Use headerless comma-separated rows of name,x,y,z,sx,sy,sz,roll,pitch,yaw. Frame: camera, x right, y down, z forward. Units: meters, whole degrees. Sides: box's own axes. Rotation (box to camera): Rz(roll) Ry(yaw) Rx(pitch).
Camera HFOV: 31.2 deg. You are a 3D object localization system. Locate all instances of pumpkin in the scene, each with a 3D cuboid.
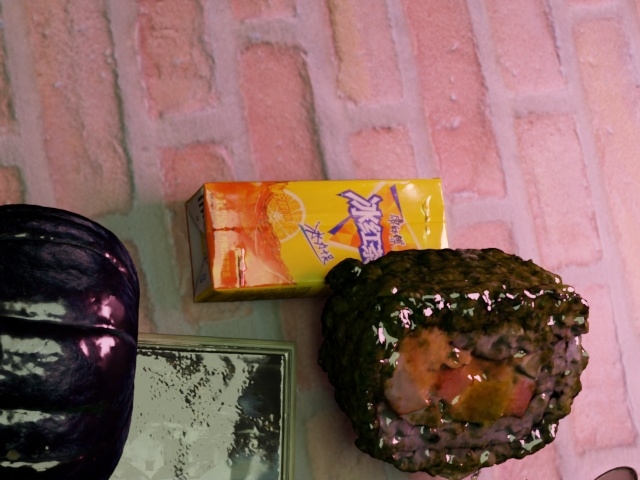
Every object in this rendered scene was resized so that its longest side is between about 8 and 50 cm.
pumpkin,-0.340,0.135,1.302,0.266,0.363,0.363,8,76,-11

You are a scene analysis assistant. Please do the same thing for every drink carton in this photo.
drink carton,0.000,0.000,1.588,0.351,0.111,0.155,-2,80,-21

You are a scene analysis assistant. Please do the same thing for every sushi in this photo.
sushi,0.176,0.165,1.530,0.352,0.178,0.294,0,110,-21

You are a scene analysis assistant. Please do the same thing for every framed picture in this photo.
framed picture,-0.170,0.239,1.523,0.296,0.019,0.232,4,77,-18

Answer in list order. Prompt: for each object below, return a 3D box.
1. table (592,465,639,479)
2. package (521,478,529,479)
table,0.477,0.442,1.644,0.220,0.126,0.126,44,68,-10
package,0.305,0.475,1.632,0.154,0.030,0.239,31,65,-22
